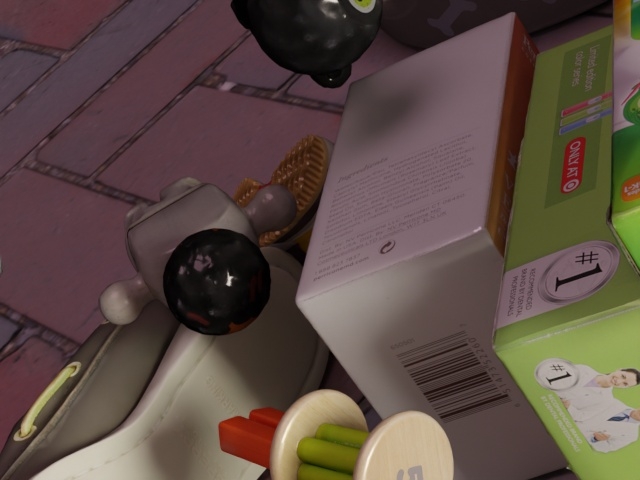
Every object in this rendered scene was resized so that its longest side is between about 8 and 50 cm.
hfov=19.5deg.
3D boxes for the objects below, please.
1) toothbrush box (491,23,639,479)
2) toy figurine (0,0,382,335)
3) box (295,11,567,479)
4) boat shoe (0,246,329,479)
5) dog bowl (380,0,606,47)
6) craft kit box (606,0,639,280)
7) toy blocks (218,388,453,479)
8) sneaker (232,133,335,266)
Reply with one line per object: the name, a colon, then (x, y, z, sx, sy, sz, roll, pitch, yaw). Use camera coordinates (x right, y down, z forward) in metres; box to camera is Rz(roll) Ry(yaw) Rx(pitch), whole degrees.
toothbrush box: (0.223, -0.024, 0.712, 0.283, 0.122, 0.206, -22, 30, 26)
toy figurine: (-0.094, -0.065, 0.834, 0.148, 0.213, 0.210, -138, 66, -69)
box: (0.071, 0.005, 0.827, 0.091, 0.130, 0.170, -22, 31, 25)
boat shoe: (-0.101, 0.118, 0.873, 0.091, 0.109, 0.305, -11, 30, 40)
dog bowl: (0.143, -0.255, 1.183, 0.348, 0.102, 0.349, -27, 29, 17)
craft kit box: (0.223, -0.101, 0.648, 0.249, 0.061, 0.247, -21, 28, 24)
toy blocks: (-0.035, 0.108, 0.752, 0.148, 0.054, 0.123, 8, 50, 46)
sneaker: (0.000, 0.000, 0.996, 0.185, 0.083, 0.070, 153, 134, -69)
